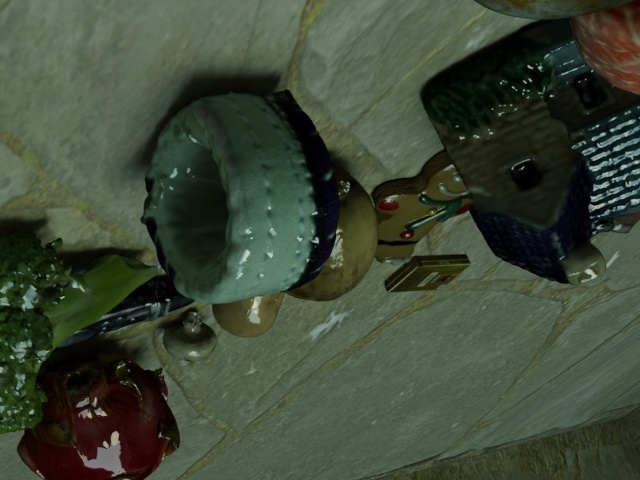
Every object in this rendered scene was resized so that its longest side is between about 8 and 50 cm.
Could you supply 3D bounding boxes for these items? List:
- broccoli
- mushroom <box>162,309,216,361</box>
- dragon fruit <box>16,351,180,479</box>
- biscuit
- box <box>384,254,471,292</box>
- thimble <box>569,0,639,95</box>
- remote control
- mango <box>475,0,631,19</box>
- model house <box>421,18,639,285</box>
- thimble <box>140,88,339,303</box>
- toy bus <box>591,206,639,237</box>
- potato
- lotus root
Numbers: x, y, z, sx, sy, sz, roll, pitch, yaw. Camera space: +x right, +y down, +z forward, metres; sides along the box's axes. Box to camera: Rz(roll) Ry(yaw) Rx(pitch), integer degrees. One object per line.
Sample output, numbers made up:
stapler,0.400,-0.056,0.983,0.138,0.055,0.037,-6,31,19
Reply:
broccoli,-0.380,0.084,1.427,0.302,0.186,0.254,-61,162,-20
mushroom,-0.204,0.146,1.791,0.085,0.085,0.079,-7,124,-31
dragon fruit,-0.343,0.288,1.778,0.250,0.250,0.315,-6,149,-32
biscuit,0.147,-0.046,1.704,0.197,0.049,0.301,-1,148,-43
box,0.186,0.058,1.986,0.133,0.023,0.090,-2,151,-39
thimble,0.373,-0.274,1.182,0.239,0.239,0.162,-28,152,13
remote control,-0.305,0.097,1.612,0.266,0.066,0.090,-15,170,-25
mango,0.281,-0.334,1.029,0.384,0.199,0.221,-34,163,-8
model house,0.324,-0.100,1.437,0.298,0.284,0.243,-24,156,9
thimble,-0.090,-0.051,1.282,0.150,0.237,0.237,-8,153,-37
toy bus,0.402,-0.083,1.772,0.317,0.112,0.138,0,144,-42
potato,-0.107,0.086,1.695,0.112,0.112,0.147,-8,146,-29
lotus root,0.000,0.000,1.559,0.154,0.140,0.257,-21,150,-19
